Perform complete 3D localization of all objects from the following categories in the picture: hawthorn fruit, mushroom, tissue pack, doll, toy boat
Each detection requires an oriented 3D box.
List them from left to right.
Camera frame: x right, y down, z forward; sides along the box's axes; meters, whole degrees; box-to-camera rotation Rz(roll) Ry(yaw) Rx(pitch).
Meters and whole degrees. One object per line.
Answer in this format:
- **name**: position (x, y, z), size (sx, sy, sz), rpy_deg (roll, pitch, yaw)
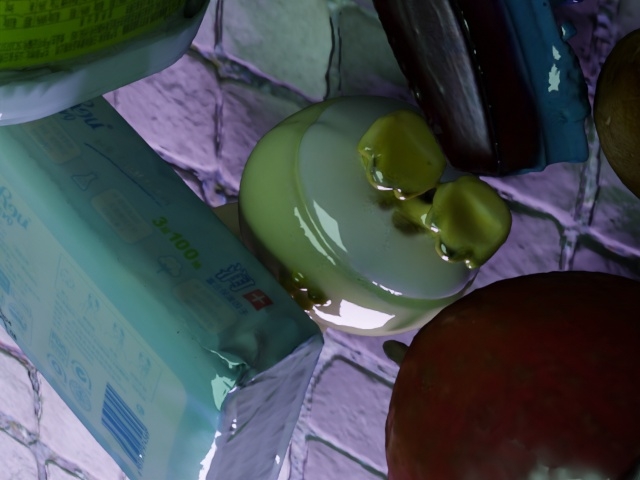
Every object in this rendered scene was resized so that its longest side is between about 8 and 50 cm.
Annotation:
- **tissue pack**: position (-0.117, 0.023, 1.026), size (0.263, 0.089, 0.177), rpy_deg (47, 146, 22)
- **doll**: position (-0.005, 0.009, 1.031), size (0.141, 0.117, 0.296), rpy_deg (39, 141, -12)
- **toy boat**: position (0.077, -0.136, 0.875), size (0.100, 0.097, 0.223), rpy_deg (4, 122, 57)
- **hawthorn fruit**: position (0.127, 0.113, 0.920), size (0.249, 0.215, 0.215), rpy_deg (22, 130, 28)
- **mushroom**: position (0.174, -0.069, 0.852), size (0.129, 0.073, 0.088), rpy_deg (-42, 45, 43)

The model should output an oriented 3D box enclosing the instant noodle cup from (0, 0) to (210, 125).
- **instant noodle cup**: position (-0.168, -0.262, 0.902), size (0.294, 0.294, 0.308), rpy_deg (34, 128, 20)
